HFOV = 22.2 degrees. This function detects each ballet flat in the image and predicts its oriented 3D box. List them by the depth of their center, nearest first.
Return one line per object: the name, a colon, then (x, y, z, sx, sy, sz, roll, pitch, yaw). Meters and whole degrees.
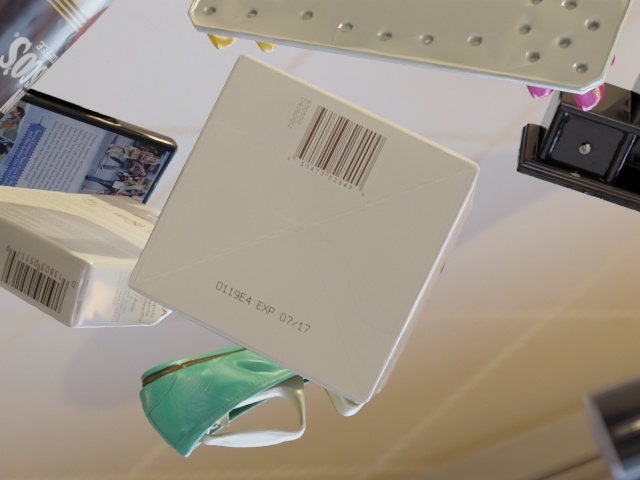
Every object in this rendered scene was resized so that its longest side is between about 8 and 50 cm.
ballet flat: (-0.015, 0.104, 1.252, 0.087, 0.247, 0.083, 67, -18, 12)

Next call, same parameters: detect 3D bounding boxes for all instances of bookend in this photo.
bookend: (0.275, -0.116, 1.442, 0.072, 0.156, 0.157, -74, -177, -54)

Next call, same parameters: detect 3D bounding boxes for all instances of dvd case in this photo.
dvd case: (-0.282, -0.058, 1.530, 0.253, 0.180, 0.022, 19, 26, -30)

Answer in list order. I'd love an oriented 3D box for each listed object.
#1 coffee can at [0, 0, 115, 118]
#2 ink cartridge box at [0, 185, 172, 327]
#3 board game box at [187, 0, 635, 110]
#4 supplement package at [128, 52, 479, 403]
coffee can: (-0.227, -0.232, 1.168, 0.201, 0.275, 0.201, 44, -2, 2)
ink cartridge box: (-0.173, 0.011, 1.289, 0.189, 0.066, 0.232, 25, 8, 33)
board game box: (0.126, -0.308, 1.447, 0.390, 0.390, 0.050, -66, 151, -22)
supplement package: (0.000, 0.000, 0.920, 0.139, 0.134, 0.244, 26, -1, 5)
